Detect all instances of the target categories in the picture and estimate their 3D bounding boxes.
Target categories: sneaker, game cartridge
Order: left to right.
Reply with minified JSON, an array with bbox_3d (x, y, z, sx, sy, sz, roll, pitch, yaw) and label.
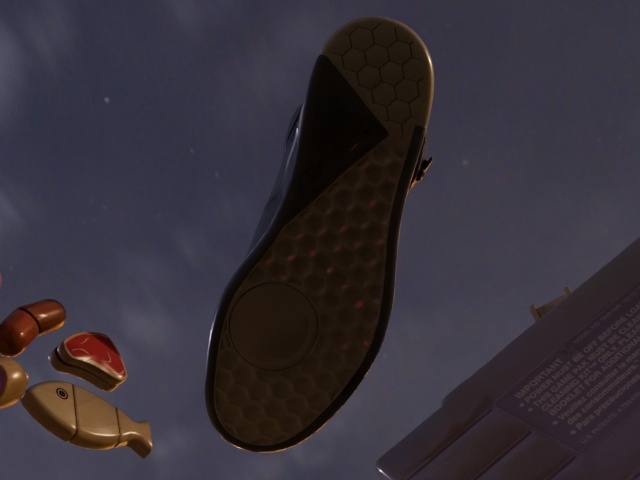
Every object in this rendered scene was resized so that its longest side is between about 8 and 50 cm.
[{"bbox_3d":[0.002,0.000,0.575,0.086,0.163,0.226,21,-90,-2],"label":"sneaker"},{"bbox_3d":[0.220,0.067,0.550,0.355,0.230,0.068,-36,-71,-14],"label":"game cartridge"}]

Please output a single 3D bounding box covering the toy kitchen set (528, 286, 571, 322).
[{"bbox_3d":[0.175,0.096,0.740,0.068,0.075,0.083,-30,-66,12],"label":"toy kitchen set"}]

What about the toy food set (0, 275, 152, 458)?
[{"bbox_3d":[-0.118,0.041,0.406,0.019,0.078,0.122,-43,-42,20],"label":"toy food set"}]
